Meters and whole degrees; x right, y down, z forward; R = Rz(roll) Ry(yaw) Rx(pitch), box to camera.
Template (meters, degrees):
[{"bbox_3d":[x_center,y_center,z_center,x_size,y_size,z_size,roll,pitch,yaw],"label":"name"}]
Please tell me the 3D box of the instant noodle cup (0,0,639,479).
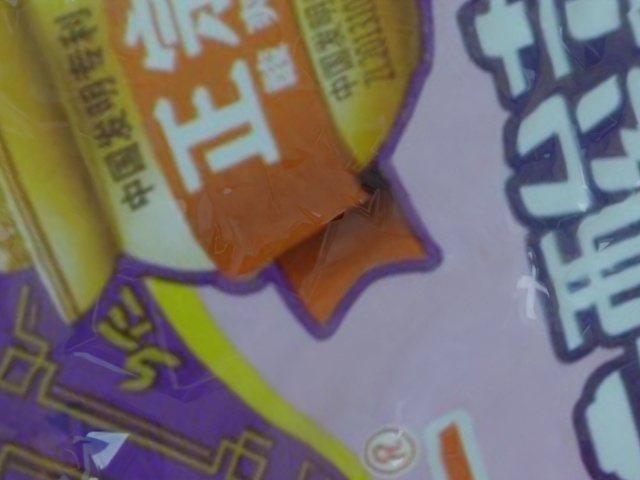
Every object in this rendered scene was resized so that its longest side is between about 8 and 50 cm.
[{"bbox_3d":[0.036,-0.029,0.481,0.266,0.340,0.339,-126,37,-62],"label":"instant noodle cup"}]
